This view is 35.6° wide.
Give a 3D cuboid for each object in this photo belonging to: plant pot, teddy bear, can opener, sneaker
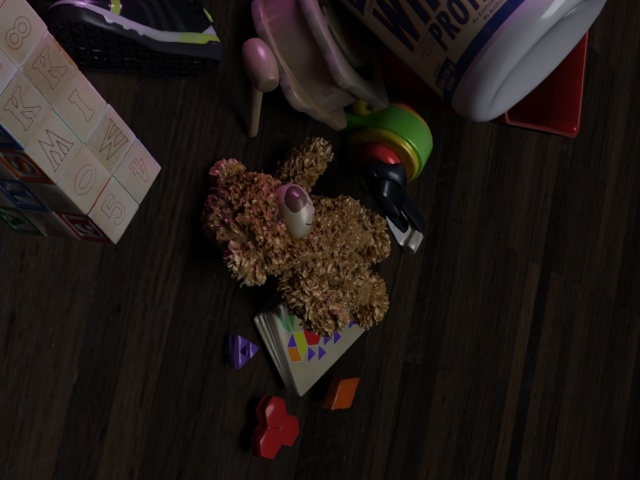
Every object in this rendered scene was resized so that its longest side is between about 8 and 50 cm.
[{"bbox_3d":[0.229,-0.297,1.452,0.267,0.236,0.267,0,97,-56],"label":"plant pot"},{"bbox_3d":[0.000,0.000,1.246,0.338,0.113,0.245,46,53,-43],"label":"teddy bear"},{"bbox_3d":[0.099,-0.054,1.363,0.186,0.059,0.073,50,54,-62],"label":"can opener"},{"bbox_3d":[-0.193,-0.225,1.012,0.235,0.084,0.097,0,73,-58],"label":"sneaker"}]

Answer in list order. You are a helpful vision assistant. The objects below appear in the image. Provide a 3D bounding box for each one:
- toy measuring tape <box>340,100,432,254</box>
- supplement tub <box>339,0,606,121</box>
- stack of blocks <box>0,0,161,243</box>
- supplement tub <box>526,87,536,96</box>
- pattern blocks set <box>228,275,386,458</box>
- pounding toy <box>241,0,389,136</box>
[{"bbox_3d":[0.122,-0.094,1.438,0.121,0.121,0.330,-60,139,-31],"label":"toy measuring tape"},{"bbox_3d":[0.151,-0.326,1.186,0.235,0.325,0.235,-41,167,-12],"label":"supplement tub"},{"bbox_3d":[-0.283,-0.122,0.794,0.297,0.171,0.087,55,52,-45],"label":"stack of blocks"},{"bbox_3d":[0.311,-0.255,1.610,0.106,0.198,0.106,-15,108,-55],"label":"supplement tub"},{"bbox_3d":[-0.013,0.109,1.343,0.325,0.026,0.285,-31,115,-47],"label":"pattern blocks set"},{"bbox_3d":[-0.037,-0.222,1.227,0.269,0.155,0.154,16,54,-65],"label":"pounding toy"}]
